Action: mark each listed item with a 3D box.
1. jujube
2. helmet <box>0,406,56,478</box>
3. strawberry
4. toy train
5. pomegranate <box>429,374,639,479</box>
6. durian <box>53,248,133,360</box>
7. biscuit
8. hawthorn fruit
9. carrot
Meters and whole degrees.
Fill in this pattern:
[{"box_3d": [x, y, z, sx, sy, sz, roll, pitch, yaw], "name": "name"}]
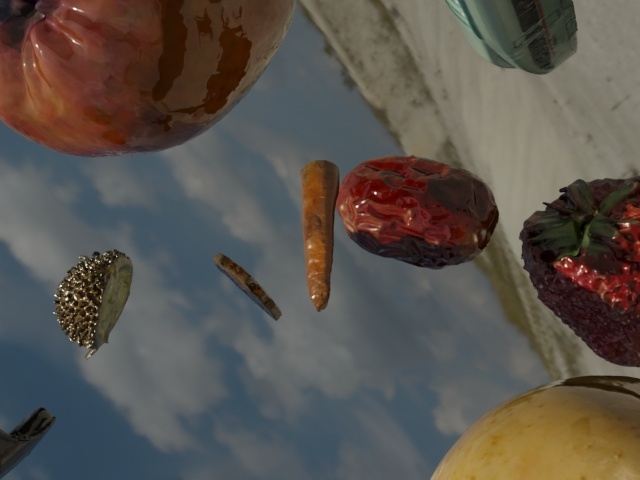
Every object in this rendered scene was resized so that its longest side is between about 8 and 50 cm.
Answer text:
[{"box_3d": [0.150, -0.046, 1.472, 0.251, 0.174, 0.174, 19, -178, 23], "name": "jujube"}, {"box_3d": [-0.445, 0.214, 1.141, 0.189, 0.193, 0.216, 52, 153, -9], "name": "helmet"}, {"box_3d": [0.461, 0.043, 1.504, 0.257, 0.261, 0.261, 52, -170, -31], "name": "strawberry"}, {"box_3d": [0.152, -0.206, 0.784, 0.086, 0.088, 0.407, 53, -169, 16], "name": "toy train"}, {"box_3d": [0.282, 0.285, 0.839, 0.411, 0.411, 0.411, 46, -166, -15], "name": "pomegranate"}, {"box_3d": [-0.329, 0.090, 1.328, 0.091, 0.188, 0.148, 13, -151, 1], "name": "durian"}, {"box_3d": [-0.098, 0.064, 1.314, 0.130, 0.019, 0.119, 48, 169, -24], "name": "biscuit"}, {"box_3d": [-0.265, -0.340, 1.288, 0.472, 0.472, 0.471, 46, -166, -15], "name": "hawthorn fruit"}, {"box_3d": [0.000, 0.000, 1.257, 0.057, 0.057, 0.224, 36, -136, -45], "name": "carrot"}]
